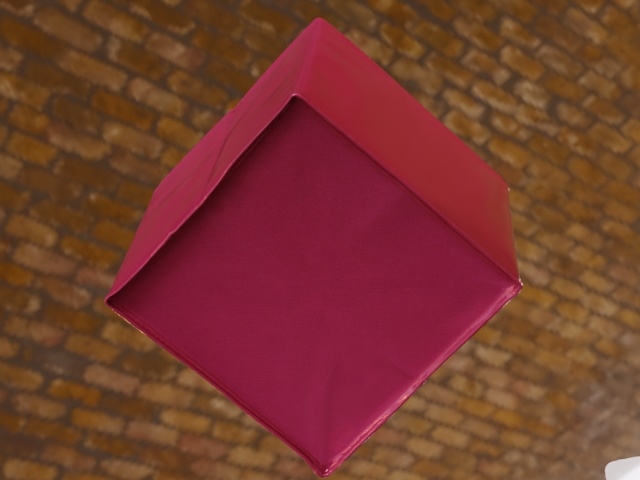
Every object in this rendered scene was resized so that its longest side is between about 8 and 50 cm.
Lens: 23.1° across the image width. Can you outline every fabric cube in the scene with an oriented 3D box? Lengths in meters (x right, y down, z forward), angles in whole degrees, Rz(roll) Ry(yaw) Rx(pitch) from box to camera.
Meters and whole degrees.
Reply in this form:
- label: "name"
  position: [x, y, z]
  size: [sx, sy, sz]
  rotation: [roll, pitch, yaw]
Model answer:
- label: "fabric cube"
  position: [0.000, 0.000, 1.393]
  size: [0.254, 0.258, 0.259]
  rotation: [41, -71, -12]

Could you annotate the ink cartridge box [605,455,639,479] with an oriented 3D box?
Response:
- label: "ink cartridge box"
  position: [0.270, 0.229, 1.167]
  size: [0.092, 0.090, 0.143]
  rotation: [-18, -79, 21]
